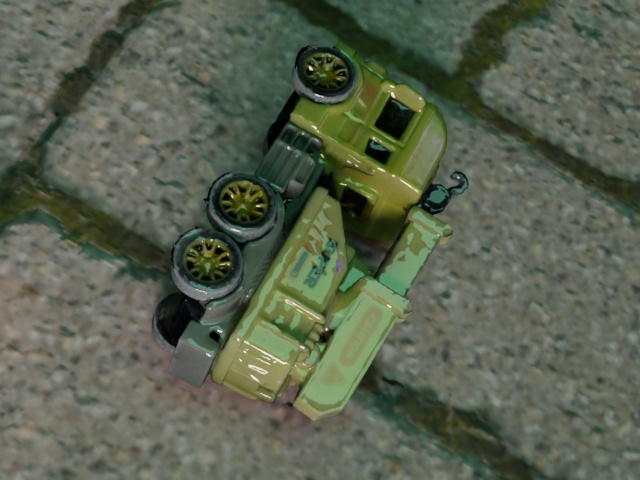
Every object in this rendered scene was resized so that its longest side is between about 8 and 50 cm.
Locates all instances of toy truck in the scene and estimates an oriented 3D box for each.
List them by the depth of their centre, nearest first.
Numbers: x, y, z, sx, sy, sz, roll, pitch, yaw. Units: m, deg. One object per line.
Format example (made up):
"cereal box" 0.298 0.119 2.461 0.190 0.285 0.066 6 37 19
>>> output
"toy truck" 0.000 0.000 0.626 0.100 0.077 0.169 30 58 1
